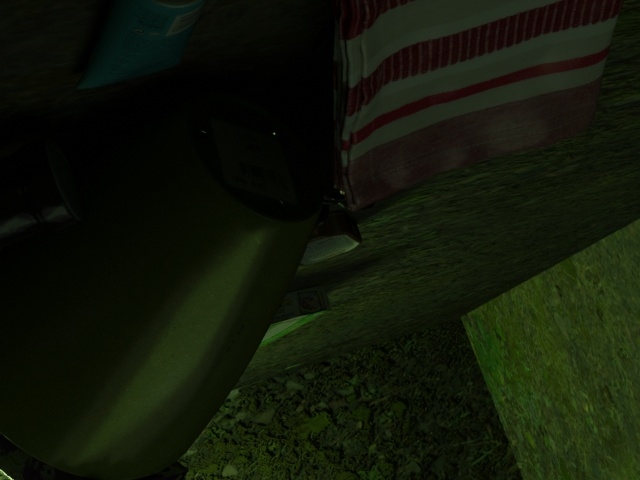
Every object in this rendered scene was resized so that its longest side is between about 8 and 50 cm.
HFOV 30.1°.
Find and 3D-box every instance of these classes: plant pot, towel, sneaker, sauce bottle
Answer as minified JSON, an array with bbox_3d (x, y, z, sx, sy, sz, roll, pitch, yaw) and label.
[{"bbox_3d":[-0.135,0.017,1.027,0.274,0.275,0.293,-7,151,-50],"label":"plant pot"},{"bbox_3d":[0.122,-0.156,0.859,0.237,0.037,0.329,-20,149,-11],"label":"towel"},{"bbox_3d":[0.034,-0.100,1.019,0.109,0.130,0.286,-11,165,-31],"label":"sneaker"},{"bbox_3d":[-0.355,0.012,0.911,0.344,0.111,0.111,-21,169,2],"label":"sauce bottle"}]

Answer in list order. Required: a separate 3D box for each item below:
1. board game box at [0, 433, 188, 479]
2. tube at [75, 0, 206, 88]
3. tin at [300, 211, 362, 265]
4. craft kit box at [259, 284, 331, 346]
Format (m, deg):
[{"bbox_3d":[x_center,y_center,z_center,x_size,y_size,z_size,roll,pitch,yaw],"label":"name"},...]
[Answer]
[{"bbox_3d":[-0.310,0.151,1.162,0.056,0.346,0.208,-59,164,8],"label":"board game box"},{"bbox_3d":[-0.112,-0.139,0.779,0.080,0.052,0.207,-12,172,-19],"label":"tube"},{"bbox_3d":[0.000,0.000,1.709,0.106,0.040,0.189,-18,170,9],"label":"tin"},{"bbox_3d":[-0.145,0.167,2.225,0.246,0.061,0.250,-9,165,-38],"label":"craft kit box"}]
